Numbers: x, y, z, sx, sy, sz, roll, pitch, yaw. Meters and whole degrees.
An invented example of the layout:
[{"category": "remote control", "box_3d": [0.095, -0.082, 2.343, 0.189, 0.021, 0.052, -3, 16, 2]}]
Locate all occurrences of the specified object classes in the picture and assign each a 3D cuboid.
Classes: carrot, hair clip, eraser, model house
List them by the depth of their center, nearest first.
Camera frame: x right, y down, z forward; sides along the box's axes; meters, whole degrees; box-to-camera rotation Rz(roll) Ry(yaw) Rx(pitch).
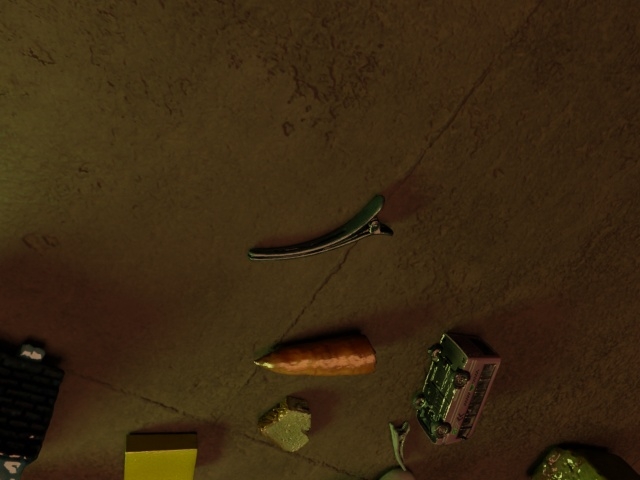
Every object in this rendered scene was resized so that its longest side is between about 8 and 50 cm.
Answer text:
[{"category": "model house", "box_3d": [-0.538, 0.239, 0.788, 0.261, 0.226, 0.241, 28, 69, -28]}, {"category": "hair clip", "box_3d": [0.000, 0.000, 0.871, 0.230, 0.039, 0.070, -21, 120, -3]}, {"category": "carrot", "box_3d": [-0.011, 0.199, 0.952, 0.205, 0.072, 0.072, -2, 116, -10]}, {"category": "eraser", "box_3d": [-0.283, 0.390, 0.985, 0.122, 0.045, 0.097, 3, 115, -17]}, {"category": "hair clip", "box_3d": [0.164, 0.412, 1.121, 0.039, 0.030, 0.115, -13, 118, -10]}]

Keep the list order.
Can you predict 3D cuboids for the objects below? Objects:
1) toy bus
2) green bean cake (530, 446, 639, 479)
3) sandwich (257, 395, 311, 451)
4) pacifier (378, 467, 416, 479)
[{"category": "toy bus", "box_3d": [0.253, 0.277, 1.042, 0.108, 0.096, 0.198, 5, 111, -22]}, {"category": "green bean cake", "box_3d": [0.608, 0.560, 1.196, 0.233, 0.236, 0.124, 14, 109, -23]}, {"category": "sandwich", "box_3d": [-0.052, 0.339, 1.025, 0.093, 0.035, 0.105, -34, 120, 2]}, {"category": "pacifier", "box_3d": [0.147, 0.571, 1.136, 0.279, 0.227, 0.207, 41, 60, -28]}]
